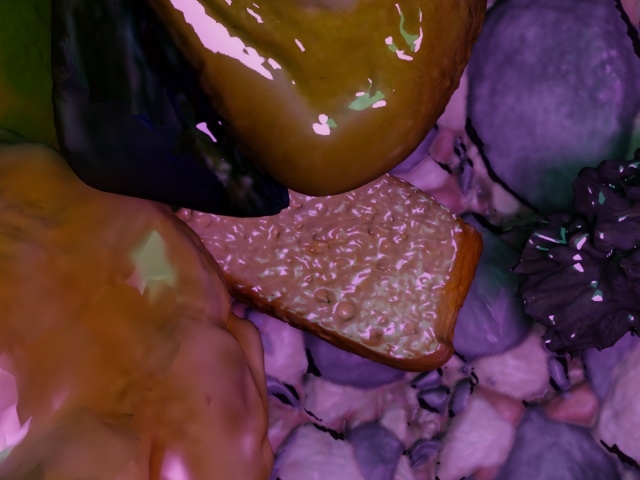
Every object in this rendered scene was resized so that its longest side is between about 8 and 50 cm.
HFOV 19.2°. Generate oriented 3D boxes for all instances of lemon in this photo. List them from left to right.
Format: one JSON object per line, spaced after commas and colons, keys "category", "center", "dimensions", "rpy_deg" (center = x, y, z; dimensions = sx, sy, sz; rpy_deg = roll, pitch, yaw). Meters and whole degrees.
{"category": "lemon", "center": [-0.204, -0.097, 1.008], "dimensions": [0.187, 0.142, 0.142], "rpy_deg": [35, 82, -21]}

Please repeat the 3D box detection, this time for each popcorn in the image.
{"category": "popcorn", "center": [-0.206, 0.143, 0.889], "dimensions": [0.344, 0.390, 0.354], "rpy_deg": [13, 124, 21]}

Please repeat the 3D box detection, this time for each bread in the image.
{"category": "bread", "center": [-0.018, -0.166, 0.915], "dimensions": [0.208, 0.376, 0.251], "rpy_deg": [-1, 111, 8]}
{"category": "bread", "center": [0.000, 0.000, 1.039], "dimensions": [0.187, 0.065, 0.103], "rpy_deg": [29, 87, 6]}

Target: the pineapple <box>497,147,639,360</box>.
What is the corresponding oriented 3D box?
{"category": "pineapple", "center": [0.270, -0.043, 0.988], "dimensions": [0.362, 0.202, 0.202], "rpy_deg": [-31, 82, 7]}
